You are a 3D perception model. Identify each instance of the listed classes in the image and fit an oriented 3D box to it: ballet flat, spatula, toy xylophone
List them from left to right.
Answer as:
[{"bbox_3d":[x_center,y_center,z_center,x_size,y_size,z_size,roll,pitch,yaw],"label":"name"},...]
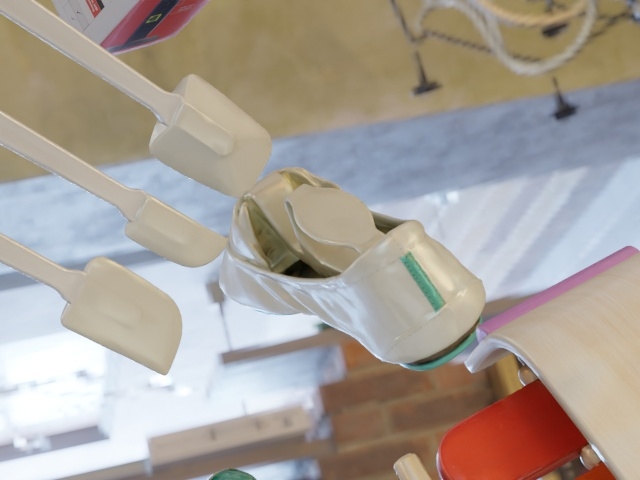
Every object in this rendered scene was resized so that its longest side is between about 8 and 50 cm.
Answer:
[{"bbox_3d":[-0.138,-0.043,0.859,0.242,0.168,0.019,33,-9,-38],"label":"spatula"},{"bbox_3d":[0.000,0.000,1.297,0.139,0.139,0.400,-6,12,-25],"label":"ballet flat"},{"bbox_3d":[0.168,0.134,0.661,0.236,0.323,0.081,-19,-31,-13],"label":"toy xylophone"}]

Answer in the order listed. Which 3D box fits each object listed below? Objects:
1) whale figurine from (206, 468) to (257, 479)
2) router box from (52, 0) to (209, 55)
[{"bbox_3d":[-0.056,0.231,0.847,0.272,0.216,0.141,23,-23,-28],"label":"whale figurine"},{"bbox_3d":[-0.130,-0.323,0.936,0.082,0.336,0.301,-23,-4,-35],"label":"router box"}]
